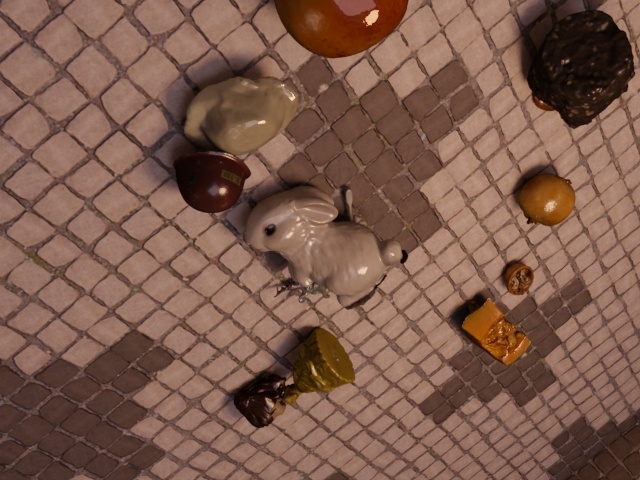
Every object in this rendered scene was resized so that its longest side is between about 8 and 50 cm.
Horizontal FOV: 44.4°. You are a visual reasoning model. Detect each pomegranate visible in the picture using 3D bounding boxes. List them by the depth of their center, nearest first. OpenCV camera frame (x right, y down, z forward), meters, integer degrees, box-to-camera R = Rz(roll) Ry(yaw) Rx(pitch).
[{"bbox_3d":[0.033,-0.482,1.479,0.264,0.264,0.264,-14,129,-18],"label":"pomegranate"}]

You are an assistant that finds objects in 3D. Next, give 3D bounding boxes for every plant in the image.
[{"bbox_3d":[0.625,-0.399,1.885,0.215,0.213,0.312,-44,168,8],"label":"plant"}]

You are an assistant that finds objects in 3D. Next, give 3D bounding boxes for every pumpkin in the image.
[{"bbox_3d":[0.508,0.264,2.369,0.131,0.126,0.248,-44,115,0],"label":"pumpkin"}]

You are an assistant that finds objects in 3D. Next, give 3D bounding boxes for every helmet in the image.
[{"bbox_3d":[-0.228,-0.109,1.659,0.155,0.106,0.175,-11,162,27],"label":"helmet"}]

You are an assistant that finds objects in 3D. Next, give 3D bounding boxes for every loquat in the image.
[{"bbox_3d":[0.613,-0.110,2.128,0.163,0.137,0.163,-27,146,-20],"label":"loquat"}]

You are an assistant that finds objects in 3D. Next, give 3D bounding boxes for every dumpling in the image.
[{"bbox_3d":[-0.166,-0.259,1.609,0.250,0.132,0.162,-21,141,8],"label":"dumpling"}]

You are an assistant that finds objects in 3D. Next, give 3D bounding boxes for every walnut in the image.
[{"bbox_3d":[0.584,0.108,2.331,0.091,0.052,0.121,-28,134,-9],"label":"walnut"}]

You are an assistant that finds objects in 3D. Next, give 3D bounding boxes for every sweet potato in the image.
[{"bbox_3d":[0.571,-0.349,1.998,0.095,0.034,0.034,21,112,-34],"label":"sweet potato"}]

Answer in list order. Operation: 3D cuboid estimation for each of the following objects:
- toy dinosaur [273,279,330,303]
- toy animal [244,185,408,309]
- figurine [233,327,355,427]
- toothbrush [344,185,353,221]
[{"bbox_3d":[-0.038,0.118,2.011,0.208,0.039,0.082,-10,125,-35],"label":"toy dinosaur"},{"bbox_3d":[0.000,0.000,1.857,0.258,0.194,0.357,-40,124,21],"label":"toy animal"},{"bbox_3d":[-0.076,0.399,2.131,0.315,0.187,0.168,-39,137,15],"label":"figurine"},{"bbox_3d":[0.078,-0.025,1.985,0.019,0.025,0.276,-16,132,-10],"label":"toothbrush"}]
